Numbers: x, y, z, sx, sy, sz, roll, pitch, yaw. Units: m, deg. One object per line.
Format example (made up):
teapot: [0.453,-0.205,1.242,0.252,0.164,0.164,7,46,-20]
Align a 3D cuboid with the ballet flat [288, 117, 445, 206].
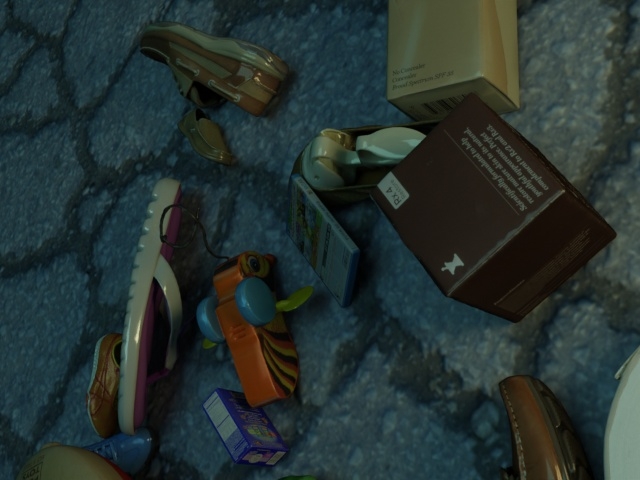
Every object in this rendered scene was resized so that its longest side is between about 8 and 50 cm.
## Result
ballet flat: [0.068,-0.113,1.107,0.342,0.124,0.116,0,78,36]

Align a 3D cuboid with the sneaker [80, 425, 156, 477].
sneaker: [-0.357,0.358,1.308,0.209,0.082,0.069,-30,60,24]

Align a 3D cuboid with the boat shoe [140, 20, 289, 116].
boat shoe: [-0.199,-0.284,1.352,0.324,0.123,0.116,23,93,39]

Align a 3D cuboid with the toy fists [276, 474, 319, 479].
toy fists: [-0.016,0.444,1.033,0.142,0.096,0.279,-24,65,39]

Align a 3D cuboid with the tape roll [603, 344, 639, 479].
tape roll: [0.467,0.222,0.762,0.392,0.072,0.392,-11,71,34]

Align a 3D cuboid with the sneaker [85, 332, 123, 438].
sneaker: [-0.345,0.240,1.345,0.067,0.064,0.175,-4,77,25]

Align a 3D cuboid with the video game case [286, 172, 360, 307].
video game case: [0.000,0.000,1.146,0.166,0.015,0.119,52,151,33]

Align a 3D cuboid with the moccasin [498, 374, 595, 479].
moccasin: [0.232,0.337,0.869,0.147,0.139,0.380,-12,79,23]

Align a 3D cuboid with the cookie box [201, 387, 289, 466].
cookie box: [-0.107,0.265,1.148,0.040,0.092,0.107,-47,55,12]

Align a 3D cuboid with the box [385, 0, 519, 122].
box: [0.178,-0.325,1.089,0.148,0.121,0.311,-9,72,34]

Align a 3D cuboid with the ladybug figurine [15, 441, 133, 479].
ladybug figurine: [-0.322,0.505,1.176,0.305,0.162,0.449,-32,66,29]

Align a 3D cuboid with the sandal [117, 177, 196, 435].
sandal: [-0.247,0.100,1.282,0.102,0.169,0.416,7,78,-4]

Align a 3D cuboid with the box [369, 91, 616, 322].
box: [0.203,-0.029,0.938,0.167,0.203,0.168,-44,57,17]

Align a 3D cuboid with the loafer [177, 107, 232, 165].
loafer: [-0.191,-0.175,1.352,0.148,0.056,0.050,44,110,35]

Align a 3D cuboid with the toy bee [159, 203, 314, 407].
toy bee: [-0.095,0.079,1.175,0.195,0.162,0.298,-2,101,27]
